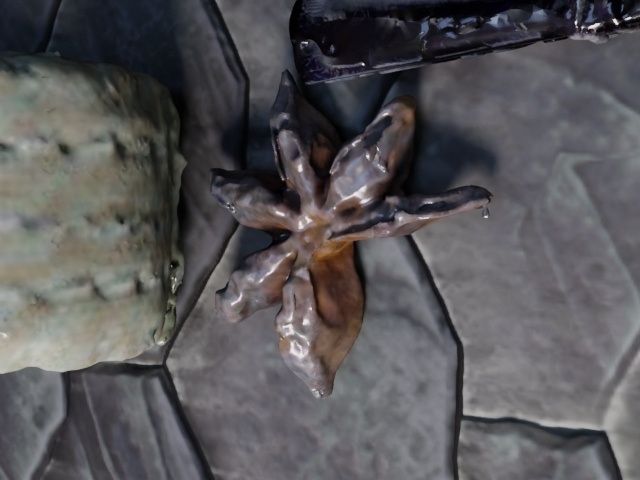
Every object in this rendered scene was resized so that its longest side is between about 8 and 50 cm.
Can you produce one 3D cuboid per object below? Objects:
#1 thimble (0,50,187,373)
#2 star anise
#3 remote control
[{"bbox_3d":[-0.230,-0.023,0.944,0.291,0.291,0.195,3,96,33],"label":"thimble"},{"bbox_3d":[-0.008,-0.014,0.917,0.172,0.063,0.208,50,118,20],"label":"star anise"},{"bbox_3d":[0.098,-0.137,0.818,0.266,0.090,0.066,-5,109,33],"label":"remote control"}]
